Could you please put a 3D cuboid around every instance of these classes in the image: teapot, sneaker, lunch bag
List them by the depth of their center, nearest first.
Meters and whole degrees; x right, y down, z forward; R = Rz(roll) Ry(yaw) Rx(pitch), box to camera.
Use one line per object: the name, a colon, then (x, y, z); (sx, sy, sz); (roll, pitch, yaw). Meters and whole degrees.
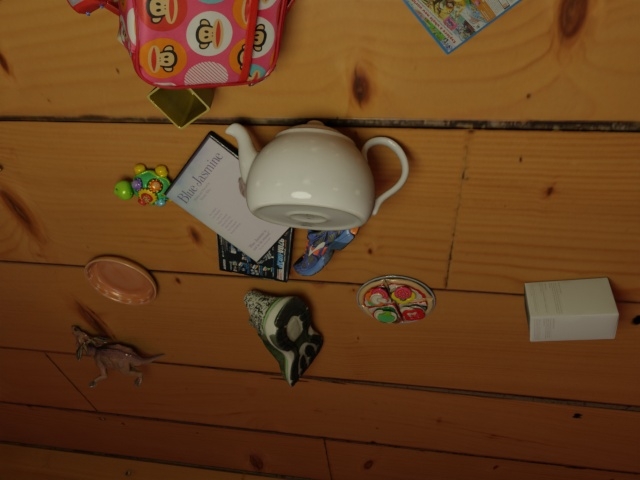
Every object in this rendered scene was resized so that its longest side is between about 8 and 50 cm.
lunch bag: (-0.143, -0.362, 0.693); (0.258, 0.120, 0.293); (-11, 140, -26)
teapot: (-0.009, -0.129, 0.916); (0.253, 0.186, 0.256); (-4, 165, 42)
sneaker: (0.000, 0.000, 1.130); (0.087, 0.083, 0.221); (38, 127, -9)
sneaker: (-0.113, 0.262, 1.414); (0.182, 0.158, 0.410); (28, 147, 29)

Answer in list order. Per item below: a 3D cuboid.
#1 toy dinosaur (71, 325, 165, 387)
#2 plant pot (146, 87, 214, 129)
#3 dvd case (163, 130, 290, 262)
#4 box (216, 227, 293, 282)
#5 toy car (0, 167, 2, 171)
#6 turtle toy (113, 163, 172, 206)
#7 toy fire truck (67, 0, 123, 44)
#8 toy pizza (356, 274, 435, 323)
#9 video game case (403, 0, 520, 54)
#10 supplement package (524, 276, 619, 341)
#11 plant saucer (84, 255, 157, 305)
toy dinosaur: (-0.678, 0.377, 1.634); (0.296, 0.127, 0.200); (2, 130, 2)
plant pot: (-0.238, -0.265, 0.880); (0.082, 0.083, 0.081); (-22, 128, 32)
dvd case: (-0.178, -0.084, 1.048); (0.253, 0.022, 0.180); (38, 117, -14)
box: (-0.152, 0.001, 1.169); (0.175, 0.051, 0.220); (10, 137, 2)
toy car: (-0.786, -0.171, 1.118); (0.122, 0.060, 0.040); (33, 165, -13)
turtle toy: (-0.382, -0.113, 1.084); (0.130, 0.066, 0.095); (4, 137, 7)
toy fire truck: (-0.298, -0.346, 0.768); (0.047, 0.192, 0.135); (-13, 104, 25)
toy pizza: (0.193, 0.162, 1.283); (0.202, 0.032, 0.201); (6, 137, 5)
video game case: (0.221, -0.367, 0.727); (0.166, 0.015, 0.119); (-31, 124, 35)
supplement package: (0.573, 0.161, 1.151); (0.180, 0.105, 0.105); (-5, 134, 18)
plant saucer: (-0.546, 0.107, 1.374); (0.200, 0.037, 0.199); (6, 137, 6)
